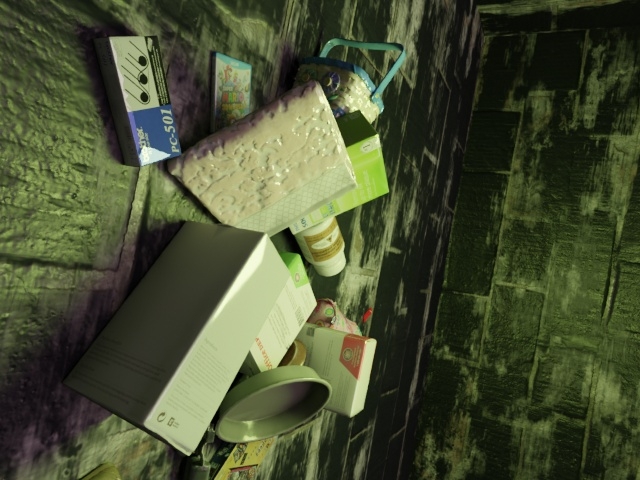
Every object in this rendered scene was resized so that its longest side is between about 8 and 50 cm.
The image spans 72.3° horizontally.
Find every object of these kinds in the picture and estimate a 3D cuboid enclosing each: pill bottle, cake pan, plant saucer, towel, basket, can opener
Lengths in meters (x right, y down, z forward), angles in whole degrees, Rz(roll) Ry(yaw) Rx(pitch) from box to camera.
[{"bbox_3d":[0.000,0.000,1.314,0.131,0.131,0.229,-61,146,-32],"label":"pill bottle"},{"bbox_3d":[-0.116,0.402,1.080,0.294,0.054,0.293,-15,139,-14],"label":"cake pan"},{"bbox_3d":[-0.120,0.316,1.160,0.168,0.169,0.029,-55,127,-40],"label":"plant saucer"},{"bbox_3d":[-0.099,-0.142,0.948,0.053,0.332,0.317,64,4,38],"label":"towel"},{"bbox_3d":[0.065,-0.421,1.182,0.288,0.255,0.201,-60,145,-14],"label":"basket"},{"bbox_3d":[-0.299,0.523,1.005,0.093,0.074,0.280,8,90,-27],"label":"can opener"}]

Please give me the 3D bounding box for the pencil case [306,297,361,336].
[{"bbox_3d":[0.050,0.294,1.505,0.284,0.124,0.124,52,53,-53],"label":"pencil case"}]

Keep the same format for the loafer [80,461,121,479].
[{"bbox_3d":[-0.416,0.453,0.768,0.148,0.050,0.056,-34,127,-54],"label":"loafer"}]

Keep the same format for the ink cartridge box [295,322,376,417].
[{"bbox_3d":[-0.007,0.349,1.247,0.117,0.283,0.207,25,76,-66],"label":"ink cartridge box"}]

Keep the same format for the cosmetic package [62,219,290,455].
[{"bbox_3d":[-0.246,0.154,0.826,0.384,0.217,0.156,-59,145,-31],"label":"cosmetic package"}]

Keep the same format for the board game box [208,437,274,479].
[{"bbox_3d":[-0.224,0.593,1.173,0.243,0.042,0.165,-52,140,-42],"label":"board game box"}]

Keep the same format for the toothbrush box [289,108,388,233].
[{"bbox_3d":[0.012,-0.170,1.116,0.206,0.284,0.122,69,-2,-51],"label":"toothbrush box"}]

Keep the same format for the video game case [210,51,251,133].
[{"bbox_3d":[-0.198,-0.318,0.978,0.119,0.015,0.166,-13,109,-60],"label":"video game case"}]

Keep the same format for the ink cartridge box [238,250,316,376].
[{"bbox_3d":[-0.138,0.187,1.131,0.272,0.115,0.198,-54,140,-40],"label":"ink cartridge box"}]

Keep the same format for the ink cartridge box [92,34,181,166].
[{"bbox_3d":[-0.311,-0.240,0.761,0.097,0.046,0.206,-38,130,-51],"label":"ink cartridge box"}]

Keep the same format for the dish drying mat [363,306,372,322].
[{"bbox_3d":[0.206,0.326,1.921,0.083,0.008,0.032,-39,132,-52],"label":"dish drying mat"}]
